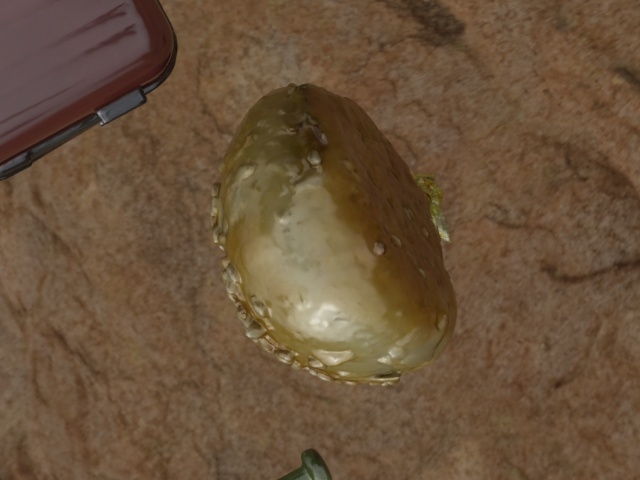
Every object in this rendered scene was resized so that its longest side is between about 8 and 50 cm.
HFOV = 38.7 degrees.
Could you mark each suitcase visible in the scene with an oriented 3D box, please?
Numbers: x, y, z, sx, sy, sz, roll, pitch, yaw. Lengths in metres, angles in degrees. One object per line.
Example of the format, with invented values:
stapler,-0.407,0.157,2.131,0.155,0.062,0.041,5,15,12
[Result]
suitcase,-0.270,-0.147,0.624,0.297,0.161,0.236,-31,103,-9

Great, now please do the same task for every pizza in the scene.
pizza,0.148,-0.046,1.225,0.108,0.123,0.026,51,130,6

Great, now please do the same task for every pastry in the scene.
pastry,0.000,0.000,0.885,0.184,0.315,0.284,-30,130,18

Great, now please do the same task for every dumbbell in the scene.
dumbbell,-0.045,0.265,0.961,0.046,0.118,0.052,55,164,33
